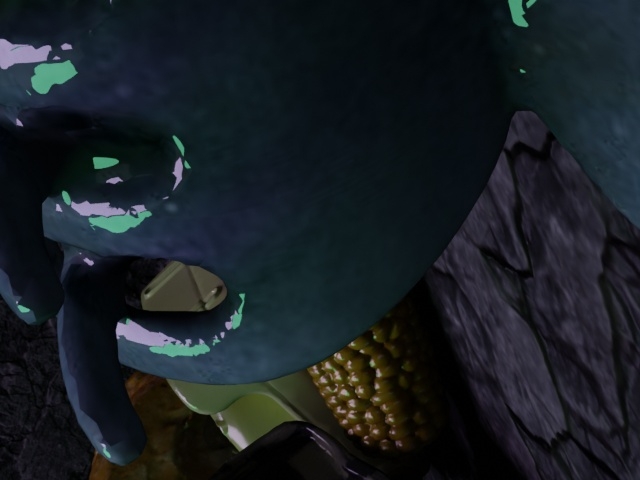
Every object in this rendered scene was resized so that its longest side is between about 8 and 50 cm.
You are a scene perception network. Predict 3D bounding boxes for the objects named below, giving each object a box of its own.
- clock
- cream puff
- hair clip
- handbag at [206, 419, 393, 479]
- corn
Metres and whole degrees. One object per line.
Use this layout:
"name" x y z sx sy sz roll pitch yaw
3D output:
"clock" -0.007 0.139 1.014 0.308 0.096 0.235 45 -178 -21
"cream puff" -0.092 0.279 1.399 0.343 0.327 0.231 21 150 14
"hair clip" -0.025 -0.109 0.386 0.392 0.238 0.318 52 165 49
"handbag" 0.082 0.317 0.831 0.327 0.162 0.325 31 151 44
"corn" 0.000 0.000 0.848 0.310 0.101 0.101 62 170 -9
